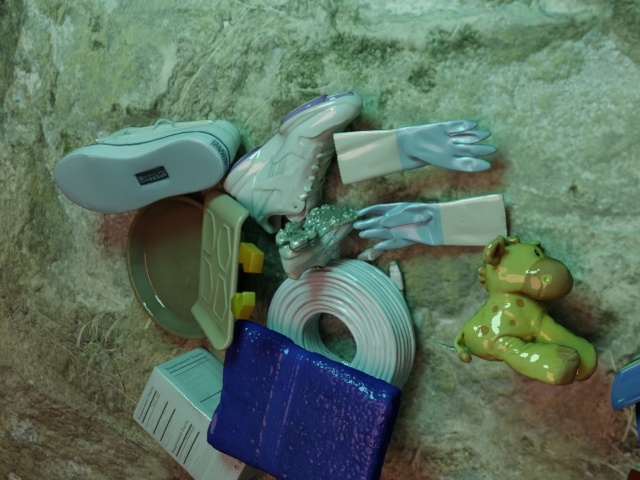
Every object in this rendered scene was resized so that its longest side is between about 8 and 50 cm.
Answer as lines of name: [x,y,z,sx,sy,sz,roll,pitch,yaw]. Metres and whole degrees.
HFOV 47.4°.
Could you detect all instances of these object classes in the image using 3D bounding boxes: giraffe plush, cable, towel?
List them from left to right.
towel: [-0.028,0.274,1.144,0.308,0.076,0.227,20,102,30]
cable: [0.032,0.157,1.187,0.257,0.089,0.257,-17,91,33]
giraffe plush: [0.273,0.082,0.982,0.210,0.181,0.170,11,95,12]

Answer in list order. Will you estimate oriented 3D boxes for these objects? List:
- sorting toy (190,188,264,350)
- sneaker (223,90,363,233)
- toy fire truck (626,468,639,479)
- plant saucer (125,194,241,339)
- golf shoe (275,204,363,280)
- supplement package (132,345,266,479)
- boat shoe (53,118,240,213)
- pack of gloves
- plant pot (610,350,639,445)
sorting toy: [-0.145,0.054,1.167,0.307,0.041,0.229,-147,64,-64]
sneaker: [-0.022,-0.121,1.161,0.305,0.114,0.152,-37,87,41]
toy fire truck: [0.450,0.394,1.003,0.192,0.047,0.135,20,111,26]
plant saucer: [-0.255,0.049,1.373,0.278,0.041,0.278,7,103,31]
golf shoe: [0.000,0.000,1.131,0.069,0.176,0.086,23,126,39]
supplement package: [-0.201,0.334,1.343,0.244,0.139,0.134,37,117,21]
boat shoe: [-0.300,-0.154,1.297,0.367,0.156,0.136,-10,120,28]
pack of gloves: [0.151,-0.081,1.071,0.232,0.046,0.195,-3,116,20]
plant pot: [0.484,0.194,0.835,0.236,0.236,0.212,-37,74,32]
